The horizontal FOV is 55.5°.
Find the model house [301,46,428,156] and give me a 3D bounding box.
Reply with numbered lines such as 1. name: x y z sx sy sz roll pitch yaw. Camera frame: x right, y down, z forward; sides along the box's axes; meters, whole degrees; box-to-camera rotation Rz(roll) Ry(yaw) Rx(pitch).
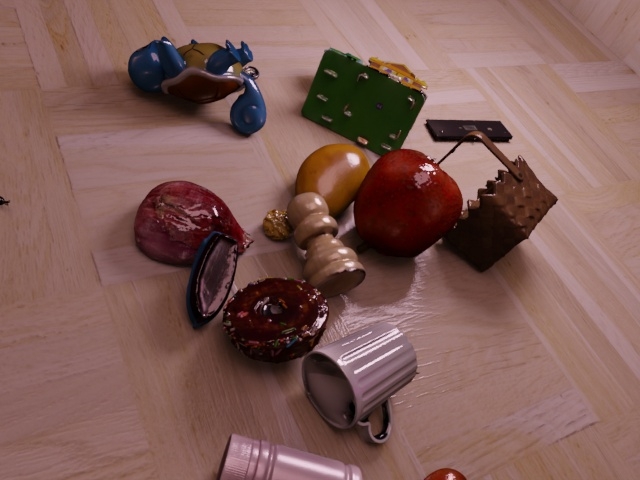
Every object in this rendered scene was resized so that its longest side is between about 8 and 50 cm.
1. model house: 0.148 -0.469 1.935 0.358 0.242 0.313 25 31 3

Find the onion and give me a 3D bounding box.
1. onion: -0.288 -0.049 1.438 0.284 0.120 0.227 14 53 -10

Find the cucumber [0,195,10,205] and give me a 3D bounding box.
1. cucumber: -0.766 -0.111 1.357 0.163 0.043 0.039 21 73 -6

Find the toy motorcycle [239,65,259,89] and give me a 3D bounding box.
1. toy motorcycle: -0.285 -0.511 1.867 0.193 0.061 0.124 -37 78 -31

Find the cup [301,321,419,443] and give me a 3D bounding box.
1. cup: 0.088 0.298 1.288 0.202 0.221 0.167 -21 27 -37

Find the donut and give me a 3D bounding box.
1. donut: -0.096 0.172 1.306 0.235 0.089 0.235 -1 34 0

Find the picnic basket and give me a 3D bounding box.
1. picnic basket: 0.451 -0.118 1.684 0.321 0.254 0.291 48 49 3

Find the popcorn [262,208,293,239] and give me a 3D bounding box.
1. popcorn: -0.105 -0.040 1.540 0.083 0.057 0.082 0 53 -25

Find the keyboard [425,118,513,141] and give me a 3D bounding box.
1. keyboard: 0.510 -0.373 2.080 0.317 0.027 0.106 -3 49 -23

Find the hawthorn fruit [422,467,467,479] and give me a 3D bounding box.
1. hawthorn fruit: 0.244 0.508 1.174 0.128 0.128 0.128 11 49 -12

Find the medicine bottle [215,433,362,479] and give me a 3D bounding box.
1. medicine bottle: -0.060 0.442 1.097 0.250 0.133 0.133 18 47 -8

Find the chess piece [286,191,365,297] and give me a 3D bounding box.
1. chess piece: 0.000 0.000 1.473 0.143 0.142 0.260 -7 60 -26

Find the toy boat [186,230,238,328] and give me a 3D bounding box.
1. toy boat: -0.245 0.086 1.344 0.100 0.097 0.223 21 68 -19

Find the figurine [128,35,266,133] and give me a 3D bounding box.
1. figurine: -0.323 -0.480 1.717 0.416 0.243 0.298 23 27 -2

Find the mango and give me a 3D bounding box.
1. mango: 0.025 -0.165 1.641 0.175 0.139 0.254 37 55 16

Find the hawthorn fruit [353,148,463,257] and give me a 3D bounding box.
1. hawthorn fruit: 0.204 -0.081 1.563 0.307 0.265 0.265 -43 70 2
